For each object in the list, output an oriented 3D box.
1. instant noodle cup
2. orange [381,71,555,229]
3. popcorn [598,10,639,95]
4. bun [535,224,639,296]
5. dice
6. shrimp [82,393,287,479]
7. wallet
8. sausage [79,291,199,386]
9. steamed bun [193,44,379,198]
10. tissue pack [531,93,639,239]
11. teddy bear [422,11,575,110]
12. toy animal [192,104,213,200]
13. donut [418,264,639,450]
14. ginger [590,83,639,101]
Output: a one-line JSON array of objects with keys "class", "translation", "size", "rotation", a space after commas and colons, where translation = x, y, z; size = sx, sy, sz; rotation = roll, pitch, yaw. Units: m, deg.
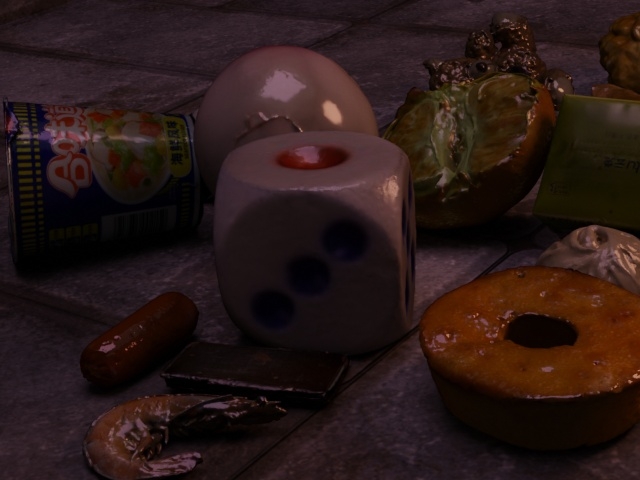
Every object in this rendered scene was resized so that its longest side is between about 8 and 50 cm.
[{"class": "instant noodle cup", "translation": [-0.359, -0.109, 2.062], "size": [0.312, 0.284, 0.284], "rotation": [-4, 24, -14]}, {"class": "orange", "translation": [0.224, -0.128, 2.006], "size": [0.334, 0.196, 0.262], "rotation": [-16, 25, 17]}, {"class": "popcorn", "translation": [0.676, -0.381, 2.472], "size": [0.233, 0.192, 0.266], "rotation": [-14, 21, -15]}, {"class": "bun", "translation": [0.394, 0.031, 1.750], "size": [0.183, 0.102, 0.183], "rotation": [-3, 23, 1]}, {"class": "dice", "translation": [0.000, 0.000, 1.732], "size": [0.259, 0.251, 0.243], "rotation": [0, 23, 12]}, {"class": "shrimp", "translation": [-0.164, 0.235, 1.507], "size": [0.251, 0.052, 0.143], "rotation": [-12, 35, 5]}, {"class": "wallet", "translation": [-0.085, 0.174, 1.636], "size": [0.232, 0.031, 0.122], "rotation": [5, 22, 17]}, {"class": "sausage", "translation": [-0.246, 0.136, 1.702], "size": [0.076, 0.076, 0.197], "rotation": [13, 32, 35]}, {"class": "steamed bun", "translation": [-0.061, -0.185, 1.986], "size": [0.309, 0.309, 0.309], "rotation": [-5, 25, 2]}, {"class": "tissue pack", "translation": [0.482, -0.091, 1.835], "size": [0.274, 0.200, 0.167], "rotation": [9, -13, 32]}, {"class": "teddy bear", "translation": [0.330, -0.310, 2.445], "size": [0.256, 0.156, 0.267], "rotation": [-11, 54, -21]}, {"class": "toy animal", "translation": [-0.175, -0.165, 2.230], "size": [0.166, 0.179, 0.138], "rotation": [-8, 10, -23]}, {"class": "donut", "translation": [0.269, 0.147, 1.522], "size": [0.303, 0.110, 0.303], "rotation": [-5, 27, 2]}, {"class": "ginger", "translation": [0.594, -0.238, 2.332], "size": [0.118, 0.065, 0.299], "rotation": [-1, 23, -23]}]
